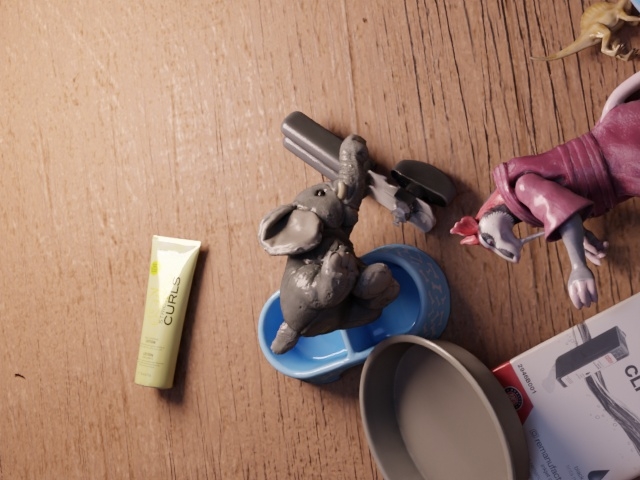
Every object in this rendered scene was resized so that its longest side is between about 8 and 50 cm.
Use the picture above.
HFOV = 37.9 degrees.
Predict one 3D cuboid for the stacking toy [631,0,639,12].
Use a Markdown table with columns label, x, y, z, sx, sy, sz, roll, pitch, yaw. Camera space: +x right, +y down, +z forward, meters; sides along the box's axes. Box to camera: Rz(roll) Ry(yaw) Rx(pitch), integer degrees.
| label | x | y | z | sx | sy | sz | roll | pitch | yaw |
| --- | --- | --- | --- | --- | --- | --- | --- | --- | --- |
| stacking toy | 0.524 | -0.320 | 1.095 | 0.301 | 0.166 | 0.175 | 12 | 125 | -13 |

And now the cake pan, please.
| label | x | y | z | sx | sy | sz | roll | pitch | yaw |
| --- | --- | --- | --- | --- | --- | --- | --- | --- | --- |
| cake pan | 0.163 | 0.258 | 1.234 | 0.293 | 0.054 | 0.293 | 29 | 127 | 46 |

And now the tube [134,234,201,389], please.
| label | x | y | z | sx | sy | sz | roll | pitch | yaw |
| --- | --- | --- | --- | --- | --- | --- | --- | --- | --- |
| tube | -0.250 | 0.114 | 1.492 | 0.070 | 0.062 | 0.240 | 11 | 87 | -17 |

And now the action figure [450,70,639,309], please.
| label | x | y | z | sx | sy | sz | roll | pitch | yaw |
| --- | --- | --- | --- | --- | --- | --- | --- | --- | --- |
| action figure | 0.327 | -0.086 | 1.122 | 0.370 | 0.248 | 0.276 | -19 | 96 | 6 |

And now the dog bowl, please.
| label | x | y | z | sx | sy | sz | roll | pitch | yaw |
| --- | --- | --- | --- | --- | --- | --- | --- | --- | --- |
| dog bowl | 0.040 | 0.109 | 1.356 | 0.297 | 0.074 | 0.166 | -22 | 79 | 21 |

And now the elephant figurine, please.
| label | x | y | z | sx | sy | sz | roll | pitch | yaw |
| --- | --- | --- | --- | --- | --- | --- | --- | --- | --- |
| elephant figurine | 0.000 | 0.000 | 1.277 | 0.169 | 0.186 | 0.239 | 113 | 141 | -52 |

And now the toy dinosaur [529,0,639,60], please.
| label | x | y | z | sx | sy | sz | roll | pitch | yaw |
| --- | --- | --- | --- | --- | --- | --- | --- | --- | --- |
| toy dinosaur | 0.378 | -0.277 | 1.246 | 0.183 | 0.053 | 0.093 | -44 | 57 | 8 |

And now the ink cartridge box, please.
| label | x | y | z | sx | sy | sz | roll | pitch | yaw |
| --- | --- | --- | --- | --- | --- | --- | --- | --- | --- |
| ink cartridge box | 0.364 | 0.202 | 1.190 | 0.272 | 0.114 | 0.197 | -32 | 75 | 19 |

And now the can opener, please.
| label | x | y | z | sx | sy | sz | roll | pitch | yaw |
| --- | --- | --- | --- | --- | --- | --- | --- | --- | --- |
| can opener | 0.065 | -0.105 | 1.365 | 0.280 | 0.074 | 0.093 | 32 | 66 | 20 |
